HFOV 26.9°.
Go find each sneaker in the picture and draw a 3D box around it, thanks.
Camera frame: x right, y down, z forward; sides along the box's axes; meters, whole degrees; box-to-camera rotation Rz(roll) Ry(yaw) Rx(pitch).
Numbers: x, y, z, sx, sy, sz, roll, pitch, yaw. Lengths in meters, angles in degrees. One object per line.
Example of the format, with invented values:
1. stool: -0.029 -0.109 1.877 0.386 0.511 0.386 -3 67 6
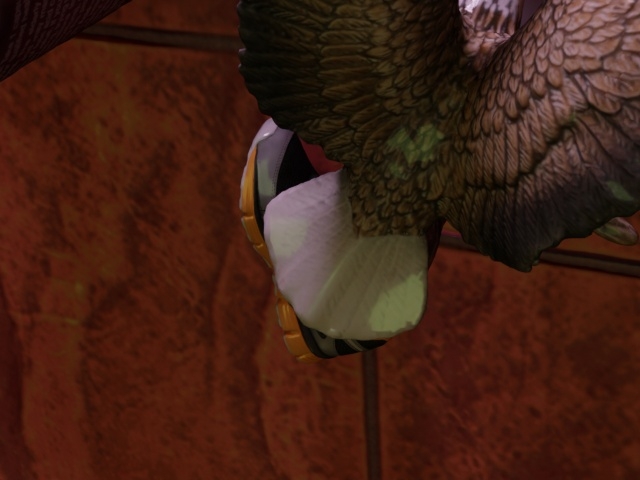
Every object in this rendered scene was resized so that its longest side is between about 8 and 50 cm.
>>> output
1. sneaker: 0.000 0.000 1.030 0.083 0.084 0.215 -3 125 25

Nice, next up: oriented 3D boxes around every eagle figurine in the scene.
1. eagle figurine: 0.073 -0.092 0.672 0.226 0.298 0.225 -11 73 -5

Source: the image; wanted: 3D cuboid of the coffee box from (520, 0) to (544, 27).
1. coffee box: 0.137 -0.196 0.803 0.098 0.141 0.246 28 127 10

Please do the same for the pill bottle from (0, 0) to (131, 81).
1. pill bottle: -0.249 -0.203 0.836 0.224 0.392 0.224 12 122 20
